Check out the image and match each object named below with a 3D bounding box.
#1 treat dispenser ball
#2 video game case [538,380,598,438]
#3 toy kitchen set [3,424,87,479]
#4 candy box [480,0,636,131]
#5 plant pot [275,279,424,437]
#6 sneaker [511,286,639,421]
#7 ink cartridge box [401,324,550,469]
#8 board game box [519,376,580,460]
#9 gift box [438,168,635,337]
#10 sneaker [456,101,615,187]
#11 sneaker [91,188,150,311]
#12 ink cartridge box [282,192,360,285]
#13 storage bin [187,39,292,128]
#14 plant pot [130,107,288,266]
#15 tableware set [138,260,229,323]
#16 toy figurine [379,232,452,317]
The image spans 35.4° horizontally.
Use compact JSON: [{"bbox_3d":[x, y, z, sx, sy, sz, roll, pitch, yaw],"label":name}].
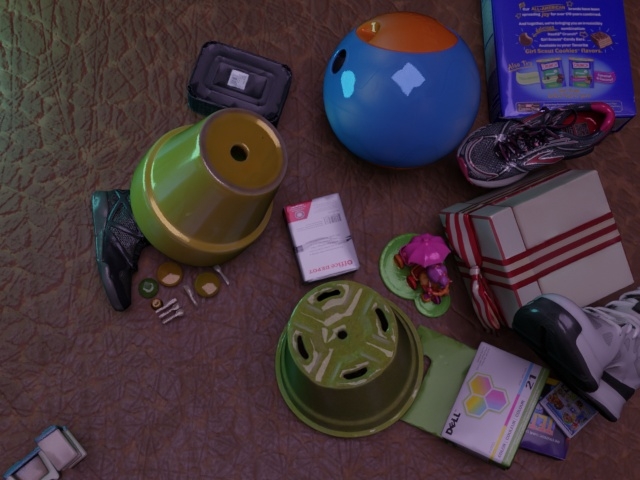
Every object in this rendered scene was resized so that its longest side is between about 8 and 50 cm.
[{"bbox_3d":[0.148,-0.272,1.838,0.288,0.288,0.288,1,78,-6],"label":"treat dispenser ball"},{"bbox_3d":[0.473,0.292,1.849,0.122,0.011,0.087,-39,87,-14],"label":"video game case"},{"bbox_3d":[-0.517,0.382,1.689,0.207,0.166,0.122,-40,85,-13],"label":"toy kitchen set"},{"bbox_3d":[0.463,-0.377,1.982,0.268,0.122,0.317,-1,79,-5],"label":"candy box"},{"bbox_3d":[0.045,0.186,1.723,0.276,0.254,0.276,-1,72,3],"label":"plant pot"},{"bbox_3d":[0.480,0.124,1.658,0.257,0.447,0.169,-49,56,-1],"label":"sneaker"},{"bbox_3d":[0.255,0.273,1.802,0.255,0.097,0.188,22,79,15],"label":"ink cartridge box"},{"bbox_3d":[0.385,0.316,1.864,0.170,0.048,0.141,18,76,-2],"label":"board game box"},{"bbox_3d":[0.369,0.026,1.827,0.258,0.276,0.255,-23,95,-14],"label":"gift box"},{"bbox_3d":[0.388,-0.188,1.821,0.299,0.112,0.121,-21,82,-9],"label":"sneaker"},{"bbox_3d":[-0.341,0.012,1.827,0.130,0.087,0.227,-7,74,-1],"label":"sneaker"},{"bbox_3d":[0.000,0.000,1.880,0.109,0.063,0.150,-14,81,-9],"label":"ink cartridge box"},{"bbox_3d":[-0.154,-0.290,1.914,0.180,0.084,0.122,18,77,-3],"label":"storage bin"},{"bbox_3d":[-0.180,-0.110,1.755,0.254,0.239,0.254,11,65,-24],"label":"plant pot"},{"bbox_3d":[-0.254,0.079,1.858,0.154,0.024,0.104,-33,80,-11],"label":"tableware set"},{"bbox_3d":[0.195,0.054,1.841,0.130,0.159,0.173,-28,83,-11],"label":"toy figurine"}]
